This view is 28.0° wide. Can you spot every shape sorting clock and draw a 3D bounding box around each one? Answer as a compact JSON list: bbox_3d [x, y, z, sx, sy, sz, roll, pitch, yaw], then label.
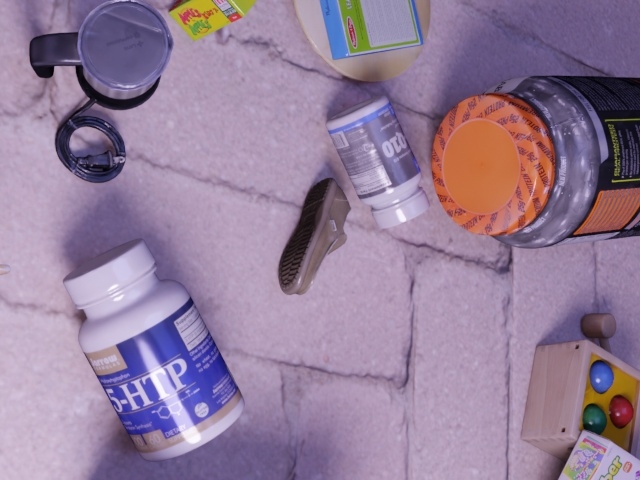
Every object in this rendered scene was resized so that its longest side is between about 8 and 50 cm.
[{"bbox_3d":[0.048,-0.286,1.494,0.206,0.040,0.206,6,81,-41],"label":"shape sorting clock"}]

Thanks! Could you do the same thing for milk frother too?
[{"bbox_3d":[-0.195,-0.135,1.190,0.129,0.135,0.143,-21,92,-11],"label":"milk frother"}]

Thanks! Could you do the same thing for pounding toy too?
[{"bbox_3d":[0.364,0.183,1.633,0.181,0.094,0.206,29,64,-33],"label":"pounding toy"}]

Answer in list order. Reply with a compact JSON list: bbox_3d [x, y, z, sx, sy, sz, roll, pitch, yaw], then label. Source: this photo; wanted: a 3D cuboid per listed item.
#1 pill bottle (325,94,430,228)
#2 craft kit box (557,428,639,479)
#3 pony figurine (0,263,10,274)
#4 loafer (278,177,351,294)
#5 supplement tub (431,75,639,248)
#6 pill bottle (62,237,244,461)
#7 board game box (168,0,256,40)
[{"bbox_3d":[0.067,-0.088,1.444,0.078,0.078,0.137,-34,104,-40],"label":"pill bottle"},{"bbox_3d":[0.352,0.390,1.553,0.247,0.061,0.250,32,82,-30],"label":"craft kit box"},{"bbox_3d":[-0.383,0.108,0.902,0.363,0.303,0.351,15,55,-37],"label":"pony figurine"},{"bbox_3d":[0.000,0.000,1.383,0.050,0.056,0.148,34,60,-24],"label":"loafer"},{"bbox_3d":[0.308,-0.098,1.570,0.338,0.207,0.207,-5,84,-42],"label":"supplement tub"},{"bbox_3d":[-0.159,0.099,1.188,0.112,0.112,0.186,-36,104,-39],"label":"pill bottle"},{"bbox_3d":[-0.077,-0.295,1.354,0.043,0.092,0.181,46,55,-23],"label":"board game box"}]
